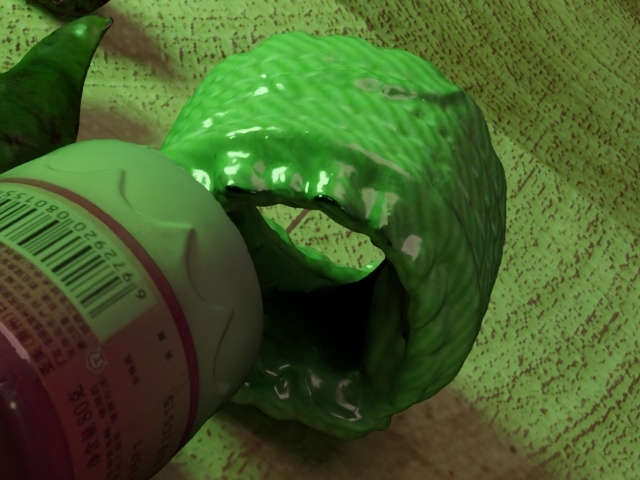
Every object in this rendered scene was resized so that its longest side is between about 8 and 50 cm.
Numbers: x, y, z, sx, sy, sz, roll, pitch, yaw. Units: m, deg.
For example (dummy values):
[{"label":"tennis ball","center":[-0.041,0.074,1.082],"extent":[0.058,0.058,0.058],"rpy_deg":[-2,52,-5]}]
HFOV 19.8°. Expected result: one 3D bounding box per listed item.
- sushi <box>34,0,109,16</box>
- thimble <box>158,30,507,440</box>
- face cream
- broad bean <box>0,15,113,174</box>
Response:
[{"label":"sushi","center":[-0.186,-0.190,1.222],"extent":[0.120,0.052,0.055],"rpy_deg":[40,25,-1]},{"label":"thimble","center":[0.000,0.000,1.060],"extent":[0.219,0.219,0.150],"rpy_deg":[31,43,-8]},{"label":"face cream","center":[-0.146,0.058,0.918],"extent":[0.175,0.175,0.195],"rpy_deg":[45,42,8]},{"label":"broad bean","center":[-0.199,-0.040,1.055],"extent":[0.077,0.061,0.339],"rpy_deg":[8,34,21]}]
